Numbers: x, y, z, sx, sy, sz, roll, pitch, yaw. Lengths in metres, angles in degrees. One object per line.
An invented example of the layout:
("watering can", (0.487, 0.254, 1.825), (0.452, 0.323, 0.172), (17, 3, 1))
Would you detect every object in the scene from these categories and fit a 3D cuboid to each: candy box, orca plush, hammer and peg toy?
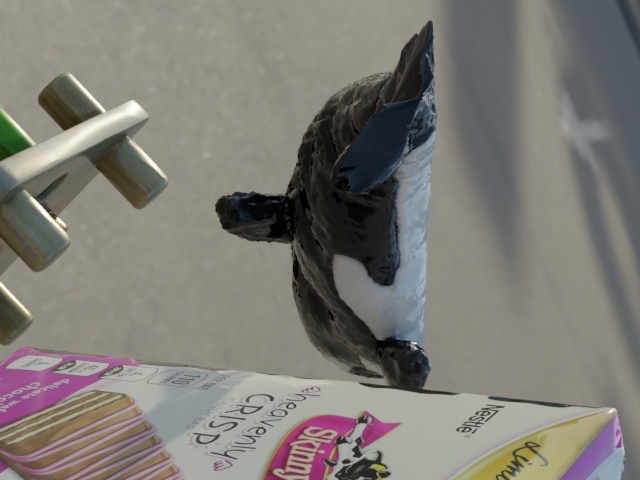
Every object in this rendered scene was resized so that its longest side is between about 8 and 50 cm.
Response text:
("candy box", (-0.042, 0.099, 0.564), (0.159, 0.233, 0.071), (-34, 123, -56))
("orca plush", (0.000, 0.000, 0.883), (0.287, 0.102, 0.151), (90, -2, -80))
("hammer and peg toy", (-0.284, 0.019, 1.370), (0.127, 0.266, 0.361), (47, 25, 1))
